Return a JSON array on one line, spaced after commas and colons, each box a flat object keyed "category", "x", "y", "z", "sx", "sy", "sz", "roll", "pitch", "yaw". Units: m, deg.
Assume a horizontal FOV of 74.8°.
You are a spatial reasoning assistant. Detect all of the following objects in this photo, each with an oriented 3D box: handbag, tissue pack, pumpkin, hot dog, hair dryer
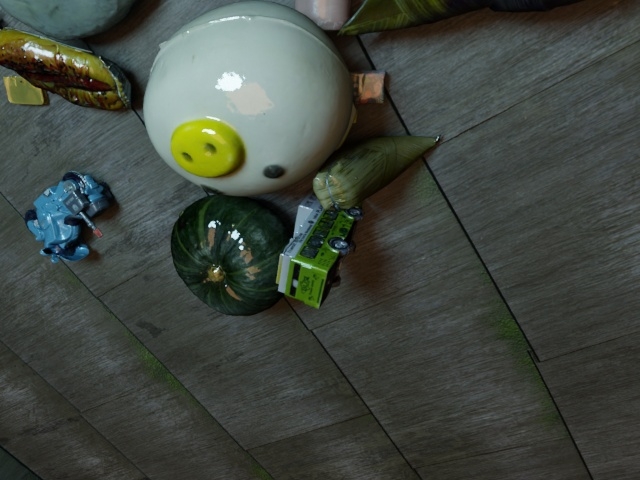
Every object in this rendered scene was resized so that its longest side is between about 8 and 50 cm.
[{"category": "handbag", "x": -0.670, "y": -0.343, "z": 0.957, "sx": 0.083, "sy": 0.027, "sz": 0.061, "roll": 3, "pitch": 115, "yaw": 3}, {"category": "tissue pack", "x": 0.087, "y": -0.306, "z": 0.838, "sx": 0.083, "sy": 0.035, "sz": 0.063, "roll": 3, "pitch": 118, "yaw": 7}, {"category": "pumpkin", "x": -0.196, "y": 0.028, "z": 0.974, "sx": 0.300, "sy": 0.207, "sz": 0.300, "roll": 13, "pitch": 127, "yaw": 18}, {"category": "hot dog", "x": -0.529, "y": -0.345, "z": 0.871, "sx": 0.270, "sy": 0.082, "sz": 0.162, "roll": 15, "pitch": 162, "yaw": -6}, {"category": "hair dryer", "x": -0.108, "y": -0.489, "z": 0.755, "sx": 0.344, "sy": 0.107, "sz": 0.189, "roll": 11, "pitch": 121, "yaw": 15}]

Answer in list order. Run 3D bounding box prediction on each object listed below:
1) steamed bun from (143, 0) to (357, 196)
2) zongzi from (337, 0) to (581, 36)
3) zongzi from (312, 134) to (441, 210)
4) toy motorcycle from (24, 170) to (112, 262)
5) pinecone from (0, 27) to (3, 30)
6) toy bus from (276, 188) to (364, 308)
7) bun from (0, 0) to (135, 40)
[{"category": "steamed bun", "x": -0.126, "y": -0.237, "z": 0.747, "sx": 0.374, "sy": 0.334, "sz": 0.334, "roll": -8, "pitch": 117, "yaw": 33}, {"category": "zongzi", "x": 0.205, "y": -0.530, "z": 0.603, "sx": 0.432, "sy": 0.208, "sz": 0.403, "roll": -4, "pitch": 118, "yaw": 15}, {"category": "zongzi", "x": 0.119, "y": -0.142, "z": 0.812, "sx": 0.256, "sy": 0.228, "sz": 0.115, "roll": -13, "pitch": 108, "yaw": 14}, {"category": "toy motorcycle", "x": -0.632, "y": -0.050, "z": 1.056, "sx": 0.272, "sy": 0.123, "sz": 0.182, "roll": -32, "pitch": 98, "yaw": 24}, {"category": "pinecone", "x": -0.713, "y": -0.440, "z": 0.880, "sx": 0.102, "sy": 0.102, "sz": 0.109, "roll": -23, "pitch": 140, "yaw": 20}, {"category": "toy bus", "x": 0.000, "y": 0.000, "z": 0.868, "sx": 0.139, "sy": 0.302, "sz": 0.113, "roll": 16, "pitch": 123, "yaw": 8}, {"category": "bun", "x": -0.481, "y": -0.530, "z": 0.727, "sx": 0.354, "sy": 0.194, "sz": 0.354, "roll": 4, "pitch": 117, "yaw": 9}]
